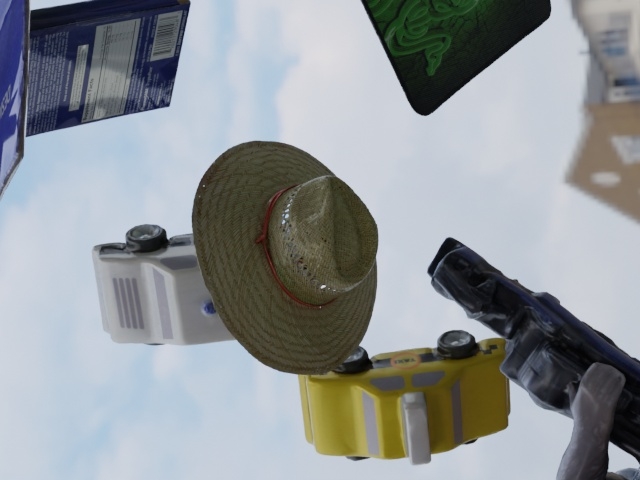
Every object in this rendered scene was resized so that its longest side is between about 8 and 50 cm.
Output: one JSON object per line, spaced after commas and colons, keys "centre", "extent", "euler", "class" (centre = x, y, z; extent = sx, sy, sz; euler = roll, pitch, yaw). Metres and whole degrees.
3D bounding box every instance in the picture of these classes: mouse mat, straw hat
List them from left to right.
{"centre": [0.000, 0.000, 0.832], "extent": [0.144, 0.061, 0.144], "euler": [16, -117, -34], "class": "straw hat"}
{"centre": [0.092, -0.193, 1.045], "extent": [0.189, 0.007, 0.153], "euler": [-40, -69, -37], "class": "mouse mat"}

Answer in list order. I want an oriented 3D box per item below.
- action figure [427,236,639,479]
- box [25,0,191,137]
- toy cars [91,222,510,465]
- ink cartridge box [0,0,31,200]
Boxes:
{"centre": [0.149, 0.162, 0.813], "extent": [0.330, 0.341, 0.178], "euler": [-22, -36, -54], "class": "action figure"}
{"centre": [-0.239, -0.167, 1.409], "extent": [0.225, 0.036, 0.136], "euler": [-17, -37, -33], "class": "box"}
{"centre": [-0.006, 0.093, 1.216], "extent": [0.393, 0.176, 0.087], "euler": [31, -162, -19], "class": "toy cars"}
{"centre": [-0.181, -0.126, 0.675], "extent": [0.072, 0.303, 0.307], "euler": [13, -115, -20], "class": "ink cartridge box"}
